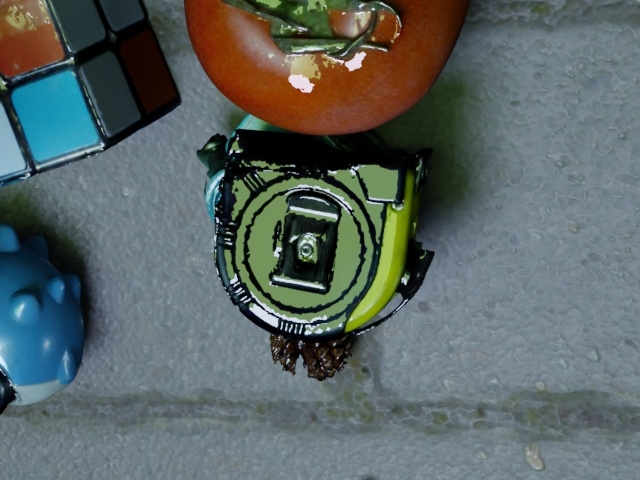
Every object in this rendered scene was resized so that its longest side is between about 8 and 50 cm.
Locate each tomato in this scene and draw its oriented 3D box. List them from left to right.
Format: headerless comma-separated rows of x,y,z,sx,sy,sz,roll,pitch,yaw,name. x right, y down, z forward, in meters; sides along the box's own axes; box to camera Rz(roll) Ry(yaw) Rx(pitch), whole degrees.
0.008,-0.219,1.714,0.255,0.224,0.256,2,99,15,tomato

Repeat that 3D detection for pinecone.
-0.009,0.096,1.915,0.083,0.077,0.077,16,114,-7,pinecone

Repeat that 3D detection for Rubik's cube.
-0.267,-0.163,1.879,0.183,0.167,0.180,-19,101,27,Rubik's cube

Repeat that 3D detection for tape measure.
0.000,0.000,1.751,0.199,0.112,0.186,7,100,11,tape measure

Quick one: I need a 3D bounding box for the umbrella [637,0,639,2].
0.327,-0.195,1.689,0.143,0.062,0.067,39,86,13,umbrella

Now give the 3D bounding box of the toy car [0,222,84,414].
-0.354,0.066,1.982,0.255,0.188,0.190,15,104,20,toy car

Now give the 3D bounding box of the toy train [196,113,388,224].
-0.015,-0.050,1.854,0.198,0.107,0.154,42,110,4,toy train
